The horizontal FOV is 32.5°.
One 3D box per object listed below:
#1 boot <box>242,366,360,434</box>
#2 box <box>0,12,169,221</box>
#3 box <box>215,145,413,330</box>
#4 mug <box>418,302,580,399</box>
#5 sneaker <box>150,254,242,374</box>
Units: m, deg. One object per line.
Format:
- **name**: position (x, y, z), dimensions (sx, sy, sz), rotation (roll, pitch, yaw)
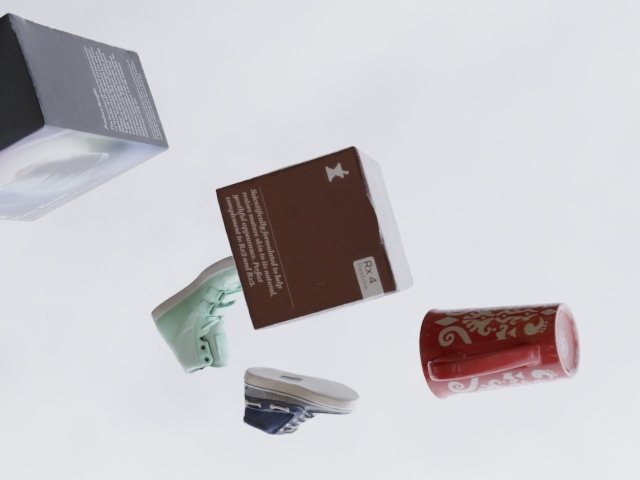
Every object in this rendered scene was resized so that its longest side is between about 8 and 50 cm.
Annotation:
- **boot**: position (-0.029, 0.243, 1.582), dimensions (0.190, 0.069, 0.086), rotation (10, -78, 33)
- **box**: position (-0.438, -0.162, 1.601), dimensions (0.296, 0.294, 0.182), rotation (-25, -103, 23)
- **box**: position (0.000, 0.000, 1.273), dimensions (0.167, 0.168, 0.203), rotation (-16, 176, 10)
- **mug**: position (0.214, 0.141, 1.315), dimensions (0.169, 0.113, 0.150), rotation (-9, -148, 28)
- **sneaker**: position (-0.156, 0.123, 1.808), dimensions (0.256, 0.094, 0.151), rotation (-37, -104, 30)
